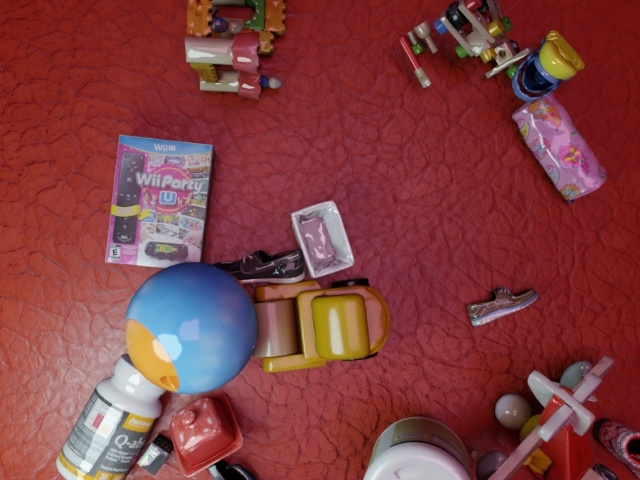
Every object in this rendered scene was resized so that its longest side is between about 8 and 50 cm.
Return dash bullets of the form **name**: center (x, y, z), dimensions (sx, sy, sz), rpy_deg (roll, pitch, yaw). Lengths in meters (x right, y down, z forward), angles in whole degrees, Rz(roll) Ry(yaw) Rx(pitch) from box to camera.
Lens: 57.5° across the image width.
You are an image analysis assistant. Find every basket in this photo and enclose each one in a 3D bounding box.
- **basket**: center (0.000, 0.000, 1.420), dimensions (0.113, 0.103, 0.167), rpy_deg (-18, 87, -10)

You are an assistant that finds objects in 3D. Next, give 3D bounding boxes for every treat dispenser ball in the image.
- **treat dispenser ball**: center (-0.282, 0.191, 1.284), dimensions (0.288, 0.288, 0.288), rpy_deg (0, 87, -4)

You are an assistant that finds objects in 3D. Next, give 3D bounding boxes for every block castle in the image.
- **block castle**: center (-0.182, -0.577, 1.347), dimensions (0.213, 0.303, 0.453), rpy_deg (1, 88, -5)

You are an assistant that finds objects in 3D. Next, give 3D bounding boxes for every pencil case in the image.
- **pencil case**: center (0.607, -0.237, 1.476), dimensions (0.124, 0.124, 0.284), rpy_deg (-35, 90, -5)

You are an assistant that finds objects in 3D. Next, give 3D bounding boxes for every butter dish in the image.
- **butter dish**: center (-0.283, 0.430, 1.347), dimensions (0.160, 0.118, 0.160), rpy_deg (-28, 48, -6)

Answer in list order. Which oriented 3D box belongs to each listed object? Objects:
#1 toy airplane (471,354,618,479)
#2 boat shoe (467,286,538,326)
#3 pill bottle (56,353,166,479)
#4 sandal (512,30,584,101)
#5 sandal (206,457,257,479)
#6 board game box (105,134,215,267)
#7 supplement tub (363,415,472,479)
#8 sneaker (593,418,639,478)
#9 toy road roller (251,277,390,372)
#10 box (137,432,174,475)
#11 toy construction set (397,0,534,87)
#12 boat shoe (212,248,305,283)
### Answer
- **toy airplane**: center (0.515, 0.431, 1.347), dimensions (0.386, 0.272, 0.384), rpy_deg (12, 100, -38)
- **boat shoe**: center (0.457, 0.152, 1.465), dimensions (0.183, 0.066, 0.066), rpy_deg (-23, 87, -5)
- **pill bottle**: center (-0.466, 0.415, 1.339), dimensions (0.162, 0.162, 0.278), rpy_deg (28, 86, -2)
- **sandal**: center (0.548, -0.420, 1.420), dimensions (0.126, 0.317, 0.138), rpy_deg (51, 126, 5)
- **sandal**: center (-0.166, 0.587, 1.388), dimensions (0.254, 0.097, 0.054), rpy_deg (43, 87, -11)
- **board game box**: center (-0.383, -0.086, 1.408), dimensions (0.224, 0.097, 0.303), rpy_deg (5, 86, -5)
- **supplement tub**: center (0.217, 0.522, 1.284), dimensions (0.228, 0.316, 0.228), rpy_deg (0, 88, 11)
- **sneaker**: center (0.814, 0.546, 1.427), dimensions (0.270, 0.145, 0.090), rpy_deg (36, 85, -1)
- **toy road roller**: center (-0.003, 0.193, 1.343), dimensions (0.329, 0.240, 0.202), rpy_deg (-6, 87, -4)
- **box**: center (-0.386, 0.504, 1.378), dimensions (0.052, 0.083, 0.062), rpy_deg (35, 85, -1)
- **toy construction set**: center (0.380, -0.476, 1.439), dimensions (0.309, 0.257, 0.237), rpy_deg (-28, 102, 15)
- **boat shoe**: center (-0.154, 0.057, 1.401), dimensions (0.233, 0.084, 0.079), rpy_deg (-2, 112, 12)
